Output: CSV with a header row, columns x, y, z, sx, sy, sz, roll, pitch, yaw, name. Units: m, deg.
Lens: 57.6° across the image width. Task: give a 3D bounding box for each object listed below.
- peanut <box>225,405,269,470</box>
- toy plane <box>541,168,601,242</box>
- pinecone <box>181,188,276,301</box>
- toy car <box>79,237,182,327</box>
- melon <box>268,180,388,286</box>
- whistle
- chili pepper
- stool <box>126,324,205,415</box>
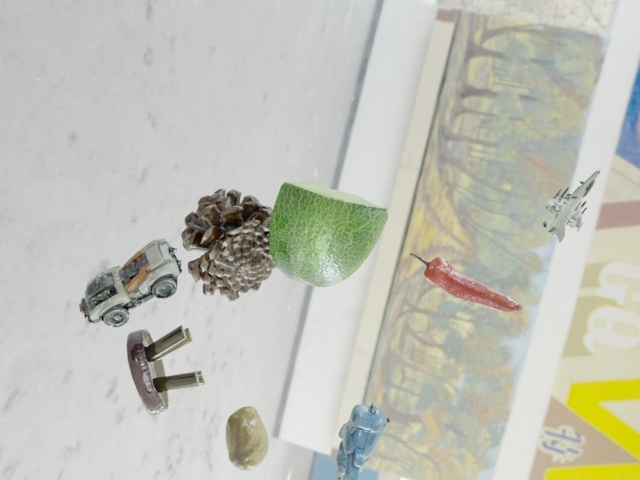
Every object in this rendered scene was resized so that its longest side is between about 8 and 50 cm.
x,y,z,sx,sy,sz,roll,pitch,yaw,name
-0.192,0.515,1.519,0.140,0.109,0.159,-27,-120,51,peanut
0.707,-0.103,1.645,0.234,0.160,0.082,-61,-156,0,toy plane
-0.320,-0.011,1.976,0.384,0.384,0.385,14,90,-79,pinecone
-0.526,0.120,1.610,0.193,0.301,0.118,56,-7,50,toy car
0.000,0.000,1.773,0.226,0.331,0.344,-107,-151,-66,melon
0.085,0.495,1.411,0.180,0.093,0.269,-92,-158,-65,whistle
0.301,0.094,1.246,0.063,0.272,0.071,-59,152,-2,chili pepper
-0.481,0.390,1.817,0.272,0.178,0.272,162,-90,-81,stool
